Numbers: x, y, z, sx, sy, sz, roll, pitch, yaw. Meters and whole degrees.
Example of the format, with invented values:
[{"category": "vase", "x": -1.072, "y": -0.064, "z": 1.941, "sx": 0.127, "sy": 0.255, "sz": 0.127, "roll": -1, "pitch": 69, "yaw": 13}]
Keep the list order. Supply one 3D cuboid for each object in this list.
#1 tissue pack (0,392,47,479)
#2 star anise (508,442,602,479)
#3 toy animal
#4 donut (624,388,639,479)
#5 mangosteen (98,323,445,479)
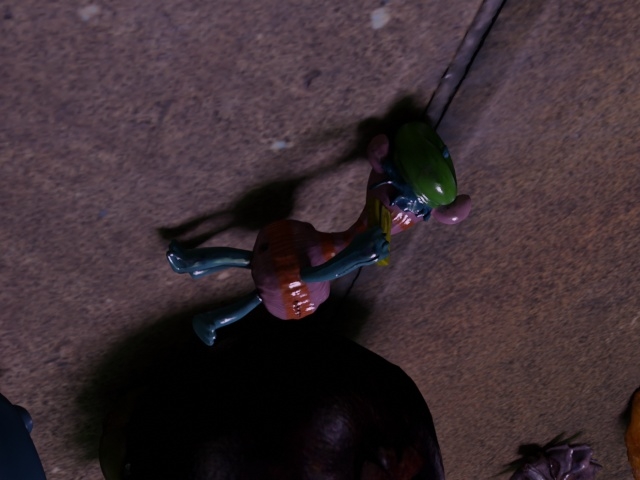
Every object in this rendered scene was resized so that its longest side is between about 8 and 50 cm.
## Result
[{"category": "tissue pack", "x": -0.314, "y": 0.222, "z": 1.176, "sx": 0.206, "sy": 0.198, "sz": 0.287, "roll": -1, "pitch": 144, "yaw": -46}, {"category": "star anise", "x": 0.246, "y": 0.260, "z": 1.839, "sx": 0.124, "sy": 0.056, "sz": 0.129, "roll": -28, "pitch": 153, "yaw": 11}, {"category": "toy animal", "x": 0.000, "y": 0.000, "z": 1.130, "sx": 0.208, "sy": 0.103, "sz": 0.100, "roll": -23, "pitch": 110, "yaw": 7}, {"category": "donut", "x": 0.414, "y": 0.197, "z": 1.772, "sx": 0.101, "sy": 0.152, "sz": 0.259, "roll": -26, "pitch": 163, "yaw": -31}, {"category": "mangosteen", "x": -0.046, "y": 0.206, "z": 1.320, "sx": 0.287, "sy": 0.233, "sz": 0.287, "roll": -14, "pitch": 148, "yaw": -9}]
